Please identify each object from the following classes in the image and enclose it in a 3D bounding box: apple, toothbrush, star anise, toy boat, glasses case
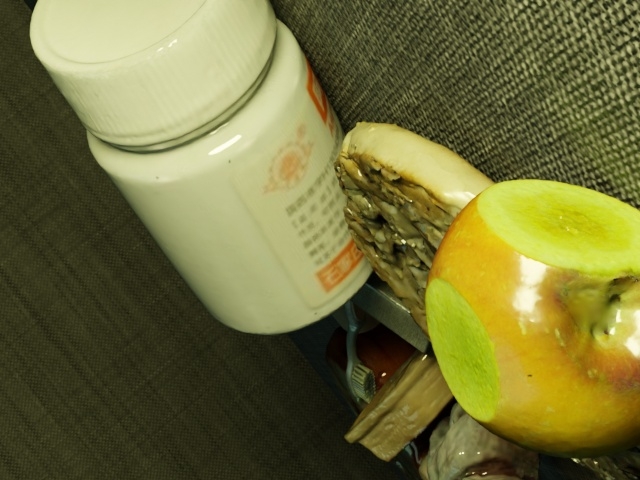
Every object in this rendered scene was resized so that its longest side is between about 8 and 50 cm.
[{"bbox_3d":[0.147,0.044,0.827,0.147,0.146,0.163,-155,52,-74],"label":"apple"},{"bbox_3d":[0.036,0.059,1.610,0.037,0.028,0.375,32,147,33],"label":"toothbrush"},{"bbox_3d":[0.168,0.299,1.484,0.359,0.139,0.316,-108,13,-60],"label":"star anise"},{"bbox_3d":[0.111,0.171,1.625,0.061,0.116,0.188,40,138,2],"label":"toy boat"},{"bbox_3d":[0.043,0.033,1.502,0.205,0.047,0.071,35,156,12],"label":"glasses case"}]

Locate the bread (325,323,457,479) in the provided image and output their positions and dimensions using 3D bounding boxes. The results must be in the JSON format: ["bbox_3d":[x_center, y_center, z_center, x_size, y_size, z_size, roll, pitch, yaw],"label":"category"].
[{"bbox_3d":[0.137,0.242,1.856,0.328,0.114,0.295,49,172,15],"label":"bread"}]

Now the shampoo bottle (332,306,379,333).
[{"bbox_3d":[0.000,0.000,1.646,0.127,0.078,0.257,-95,-19,-48],"label":"shampoo bottle"}]

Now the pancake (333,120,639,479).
[{"bbox_3d":[0.139,0.053,1.164,0.382,0.071,0.382,49,172,9],"label":"pancake"}]

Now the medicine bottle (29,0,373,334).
[{"bbox_3d":[-0.092,-0.096,1.304,0.211,0.211,0.371,44,169,44],"label":"medicine bottle"}]
